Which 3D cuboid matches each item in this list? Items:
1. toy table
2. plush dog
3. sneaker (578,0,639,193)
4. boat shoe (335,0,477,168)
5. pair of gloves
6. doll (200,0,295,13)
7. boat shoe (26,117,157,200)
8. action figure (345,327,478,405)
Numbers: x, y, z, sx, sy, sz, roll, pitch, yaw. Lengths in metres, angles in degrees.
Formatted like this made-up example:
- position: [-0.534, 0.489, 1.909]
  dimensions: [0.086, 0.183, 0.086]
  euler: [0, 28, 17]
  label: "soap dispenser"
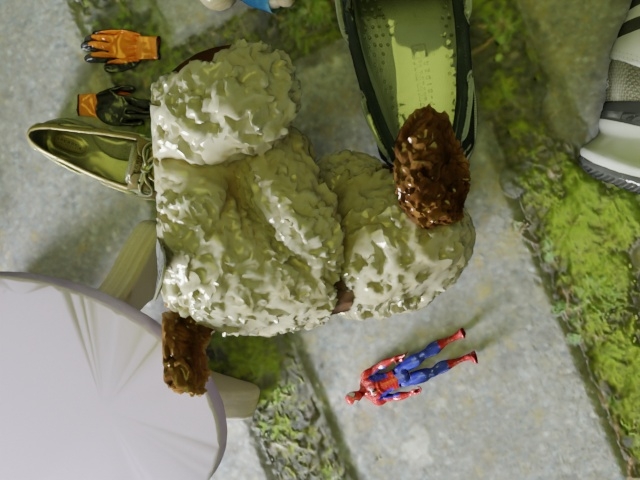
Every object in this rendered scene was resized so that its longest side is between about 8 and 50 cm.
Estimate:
- position: [-0.192, 0.109, 0.761]
  dimensions: [0.274, 0.161, 0.252]
  euler: [28, 99, 6]
  label: "toy table"
- position: [0.000, 0.000, 0.669]
  dimensions: [0.225, 0.262, 0.210]
  euler: [-2, 70, -7]
  label: "plush dog"
- position: [0.425, -0.117, 0.625]
  dimensions: [0.447, 0.169, 0.257]
  euler: [14, 99, 11]
  label: "sneaker"
- position: [0.067, -0.195, 0.723]
  dimensions: [0.114, 0.091, 0.302]
  euler: [-14, 92, 12]
  label: "boat shoe"
- position: [-0.176, -0.141, 0.813]
  dimensions: [0.074, 0.010, 0.083]
  euler: [6, 97, 10]
  label: "pair of gloves"
- position: [-0.034, -0.243, 0.731]
  dimensions: [0.189, 0.046, 0.129]
  euler: [-34, 58, 40]
  label: "doll"
- position: [-0.174, -0.069, 0.799]
  dimensions: [0.153, 0.048, 0.056]
  euler: [21, 98, 8]
  label: "boat shoe"
- position: [0.072, 0.111, 0.782]
  dimensions: [0.115, 0.030, 0.038]
  euler: [-27, 95, 13]
  label: "action figure"
